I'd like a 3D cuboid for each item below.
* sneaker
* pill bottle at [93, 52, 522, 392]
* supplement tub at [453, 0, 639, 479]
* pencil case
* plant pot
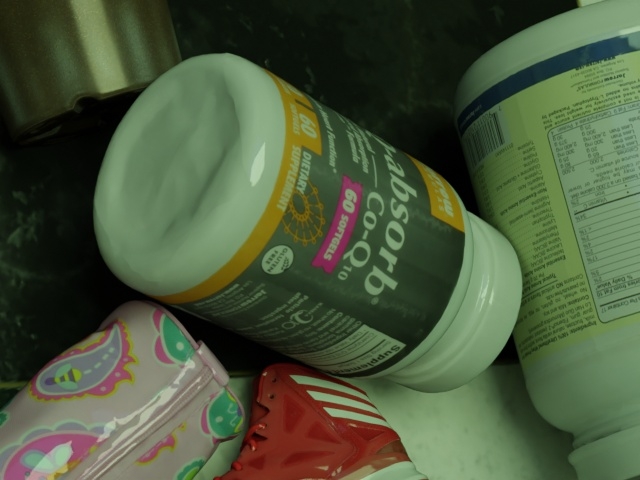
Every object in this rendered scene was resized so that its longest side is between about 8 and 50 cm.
[{"bbox_3d":[-0.049,0.163,1.116,0.221,0.087,0.128,-15,55,-25],"label":"sneaker"},{"bbox_3d":[0.000,0.000,1.103,0.278,0.162,0.162,26,58,-41],"label":"pill bottle"},{"bbox_3d":[0.245,0.006,1.221,0.235,0.235,0.324,-6,74,-29],"label":"supplement tub"},{"bbox_3d":[-0.173,0.162,1.006,0.124,0.124,0.284,49,59,-3],"label":"pencil case"},{"bbox_3d":[-0.174,-0.160,1.121,0.167,0.167,0.165,-16,86,-32],"label":"plant pot"}]
